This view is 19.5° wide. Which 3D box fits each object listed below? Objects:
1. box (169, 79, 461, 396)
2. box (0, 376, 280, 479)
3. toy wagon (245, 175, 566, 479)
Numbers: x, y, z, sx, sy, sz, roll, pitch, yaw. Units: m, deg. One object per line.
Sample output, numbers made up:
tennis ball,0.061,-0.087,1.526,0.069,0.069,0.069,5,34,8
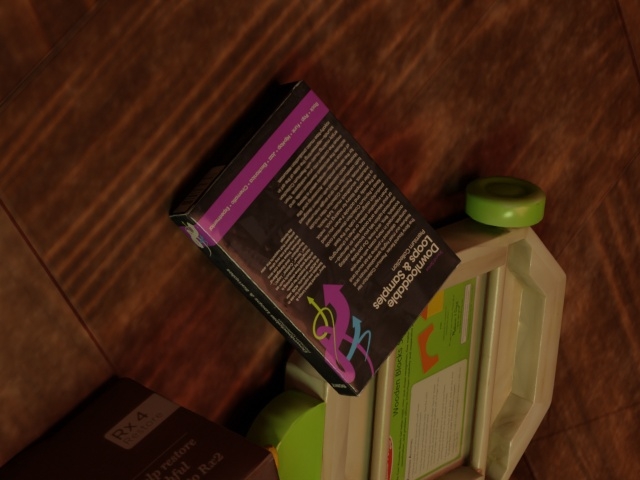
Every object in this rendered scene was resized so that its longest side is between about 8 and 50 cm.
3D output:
box,0.000,0.000,1.137,0.162,0.029,0.116,48,67,-19
box,-0.096,0.293,1.130,0.191,0.143,0.381,-41,133,-31
toy wagon,0.051,0.108,1.277,0.344,0.068,0.267,-20,121,-44
